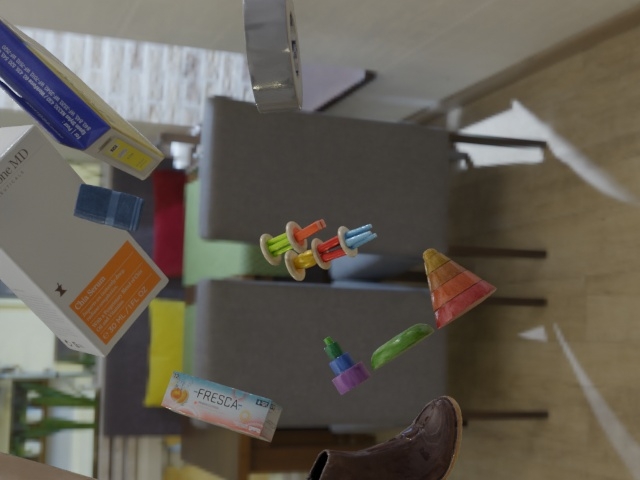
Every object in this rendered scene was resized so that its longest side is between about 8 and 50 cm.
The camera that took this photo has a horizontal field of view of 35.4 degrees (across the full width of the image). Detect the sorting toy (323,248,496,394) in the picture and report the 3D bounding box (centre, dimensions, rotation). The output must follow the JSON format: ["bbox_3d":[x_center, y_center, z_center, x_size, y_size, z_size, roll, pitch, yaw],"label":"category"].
[{"bbox_3d":[0.133,0.133,1.760,0.365,0.127,0.126,-39,79,32],"label":"sorting toy"}]

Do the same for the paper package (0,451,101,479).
[{"bbox_3d":[-0.421,0.431,1.320,0.168,0.310,0.325,-62,27,10],"label":"paper package"}]

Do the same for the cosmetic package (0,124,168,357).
[{"bbox_3d":[-0.548,0.005,2.065,0.162,0.453,0.230,3,49,48],"label":"cosmetic package"}]

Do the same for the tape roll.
[{"bbox_3d":[-0.078,-0.325,1.689,0.219,0.072,0.219,-6,-90,-86],"label":"tape roll"}]

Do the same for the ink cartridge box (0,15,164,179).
[{"bbox_3d":[-0.405,-0.230,1.511,0.072,0.303,0.307,-47,-12,0],"label":"ink cartridge box"}]

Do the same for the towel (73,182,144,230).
[{"bbox_3d":[-0.381,-0.059,1.807,0.029,0.120,0.067,146,137,-69],"label":"towel"}]

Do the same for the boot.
[{"bbox_3d":[0.089,0.326,1.466,0.090,0.207,0.248,32,98,50],"label":"boot"}]

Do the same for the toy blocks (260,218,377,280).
[{"bbox_3d":[0.000,0.000,1.548,0.148,0.123,0.054,-25,56,23],"label":"toy blocks"}]

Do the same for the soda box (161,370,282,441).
[{"bbox_3d":[-0.158,0.264,1.603,0.058,0.183,0.063,52,-125,-64],"label":"soda box"}]
